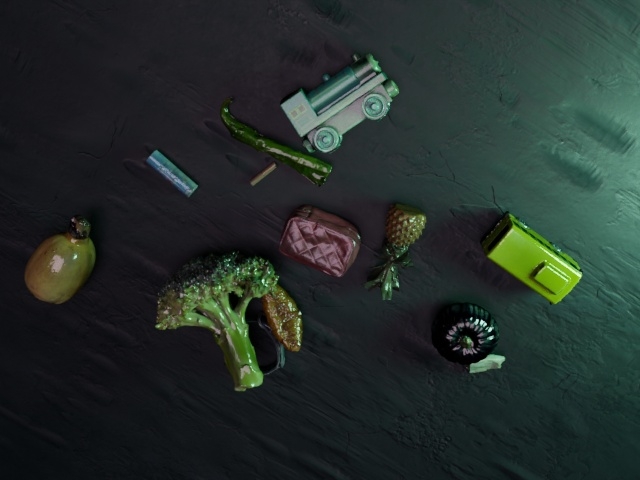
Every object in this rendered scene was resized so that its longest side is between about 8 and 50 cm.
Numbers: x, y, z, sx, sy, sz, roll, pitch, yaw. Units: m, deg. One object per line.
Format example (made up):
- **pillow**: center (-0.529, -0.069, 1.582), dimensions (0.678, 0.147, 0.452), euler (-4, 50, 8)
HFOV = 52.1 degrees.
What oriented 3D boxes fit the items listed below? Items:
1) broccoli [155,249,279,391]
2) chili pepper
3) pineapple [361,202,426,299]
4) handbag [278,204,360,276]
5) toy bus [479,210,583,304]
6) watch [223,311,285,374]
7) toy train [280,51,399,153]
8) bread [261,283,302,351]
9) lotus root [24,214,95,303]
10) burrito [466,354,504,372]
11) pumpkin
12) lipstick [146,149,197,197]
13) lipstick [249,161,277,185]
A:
- **broccoli**: center (-0.322, 0.237, 1.924), dimensions (0.353, 0.274, 0.397), euler (14, 114, 38)
- **chili pepper**: center (-0.133, -0.268, 1.829), dimensions (0.359, 0.076, 0.085), euler (32, 135, -5)
- **pineapple**: center (0.204, 0.033, 1.865), dimensions (0.130, 0.119, 0.278), euler (9, 113, -16)
- **handbag**: center (0.000, 0.000, 1.869), dimensions (0.224, 0.135, 0.147), euler (22, 111, 4)
- **toy bus**: center (0.584, 0.053, 1.804), dimensions (0.262, 0.150, 0.128), euler (34, 111, -6)
- **watch**: center (-0.205, 0.321, 2.039), dimensions (0.192, 0.068, 0.207), euler (4, 113, 2)
- **toy train**: center (0.053, -0.367, 1.747), dimensions (0.298, 0.120, 0.194), euler (-32, 97, 16)
- **bread**: center (-0.115, 0.224, 1.981), dimensions (0.104, 0.076, 0.233), euler (-23, 92, -15)
- **lotus root**: center (-0.762, 0.054, 1.954), dimensions (0.182, 0.183, 0.310), euler (34, 109, -5)
- **burrito**: center (0.498, 0.367, 1.973), dimensions (0.118, 0.044, 0.074), euler (-11, 140, 8)
- **pumpkin**: center (0.420, 0.272, 1.908), dimensions (0.194, 0.150, 0.194), euler (14, 139, 13)
- **lipstick**: center (-0.430, -0.193, 1.899), dimensions (0.158, 0.048, 0.048), euler (42, 108, -8)
- **lipstick**: center (-0.164, -0.192, 1.882), dimensions (0.094, 0.019, 0.019), euler (-36, 101, 16)
